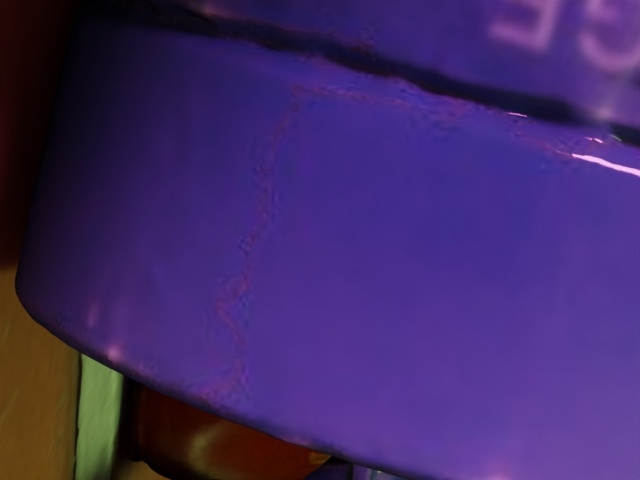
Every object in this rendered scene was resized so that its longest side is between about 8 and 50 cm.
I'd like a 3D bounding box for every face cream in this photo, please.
[{"bbox_3d":[0.062,-0.062,0.498,0.249,0.249,0.225,-18,121,-80],"label":"face cream"}]

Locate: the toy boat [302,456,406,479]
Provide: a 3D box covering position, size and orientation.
[{"bbox_3d":[0.019,0.236,1.232,0.309,0.129,0.142,94,2,-62],"label":"toy boat"}]

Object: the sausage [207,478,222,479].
[{"bbox_3d":[-0.061,0.188,0.644,0.258,0.133,0.133,-60,165,-50],"label":"sausage"}]

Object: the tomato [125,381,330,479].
[{"bbox_3d":[0.003,0.001,0.760,0.228,0.101,0.228,21,90,-80],"label":"tomato"}]
